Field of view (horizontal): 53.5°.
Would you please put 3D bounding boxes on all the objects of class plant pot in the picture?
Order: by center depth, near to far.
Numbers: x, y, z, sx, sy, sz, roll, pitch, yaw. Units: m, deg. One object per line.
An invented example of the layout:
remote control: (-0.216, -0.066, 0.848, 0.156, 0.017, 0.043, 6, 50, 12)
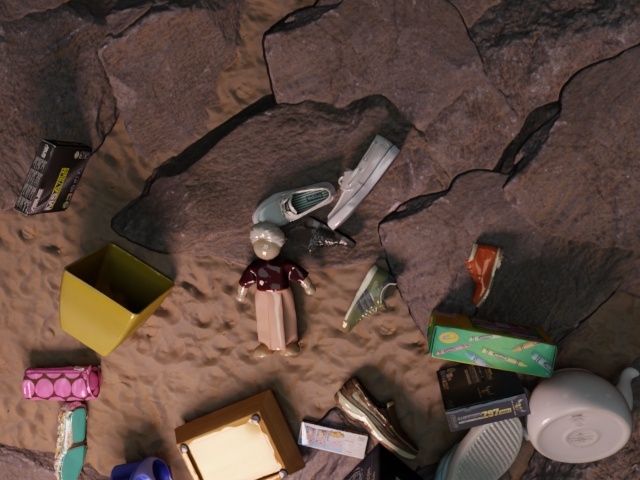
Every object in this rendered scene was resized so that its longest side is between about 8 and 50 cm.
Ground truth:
plant pot: (-0.539, 0.162, 1.623, 0.212, 0.212, 0.187, 32, 113, 2)

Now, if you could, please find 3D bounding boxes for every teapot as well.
teapot: (0.596, 0.394, 1.516, 0.256, 0.187, 0.252, 21, 127, -12)

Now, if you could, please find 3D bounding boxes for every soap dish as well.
soap dish: (-0.217, 0.552, 1.662, 0.291, 0.118, 0.229, -24, 93, 8)

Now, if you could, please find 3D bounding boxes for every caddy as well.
caddy: (-0.465, 0.739, 1.655, 0.179, 0.241, 0.341, -7, 96, 14)

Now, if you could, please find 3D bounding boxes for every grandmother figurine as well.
grandmother figurine: (-0.116, 0.119, 1.600, 0.208, 0.104, 0.342, -7, 102, -1)

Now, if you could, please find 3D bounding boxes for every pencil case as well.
pencil case: (-0.702, 0.381, 1.716, 0.209, 0.095, 0.098, -5, 131, 6)

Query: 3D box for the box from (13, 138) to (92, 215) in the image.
box: (-0.670, -0.159, 1.601, 0.045, 0.184, 0.190, 27, 98, 2)

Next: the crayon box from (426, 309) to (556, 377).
crayon box: (0.403, 0.243, 1.524, 0.278, 0.165, 0.081, 9, 98, 6)

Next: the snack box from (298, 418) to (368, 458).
snack box: (0.033, 0.524, 1.675, 0.178, 0.022, 0.064, 11, 99, 6)

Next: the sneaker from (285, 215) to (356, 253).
sneaker: (0.000, 0.000, 1.606, 0.170, 0.051, 0.089, 30, 99, 8)

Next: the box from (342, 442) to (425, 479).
box: (0.103, 0.719, 1.527, 0.179, 0.343, 0.312, 40, 99, 0)

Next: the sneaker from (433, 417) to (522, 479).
sneaker: (0.360, 0.535, 1.562, 0.135, 0.150, 0.366, 21, 110, -13)

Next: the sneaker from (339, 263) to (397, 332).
sneaker: (0.125, 0.161, 1.599, 0.086, 0.064, 0.192, 28, 96, 8)

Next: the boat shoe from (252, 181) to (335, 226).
boat shoe: (-0.073, -0.093, 1.589, 0.226, 0.076, 0.083, -25, 93, 9)

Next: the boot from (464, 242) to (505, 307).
boot: (0.390, 0.084, 1.566, 0.085, 0.059, 0.158, 17, 90, 8)

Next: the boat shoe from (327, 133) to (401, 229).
boat shoe: (0.089, -0.145, 1.564, 0.084, 0.095, 0.258, 39, 89, 5)

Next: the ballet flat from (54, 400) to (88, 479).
ballet flat: (-0.693, 0.553, 1.750, 0.077, 0.091, 0.241, 13, 95, 36)

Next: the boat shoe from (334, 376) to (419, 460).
boat shoe: (0.159, 0.450, 1.617, 0.257, 0.095, 0.095, 39, 94, 2)

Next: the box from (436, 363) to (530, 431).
box: (0.379, 0.356, 1.506, 0.183, 0.232, 0.059, -15, 101, 9)
